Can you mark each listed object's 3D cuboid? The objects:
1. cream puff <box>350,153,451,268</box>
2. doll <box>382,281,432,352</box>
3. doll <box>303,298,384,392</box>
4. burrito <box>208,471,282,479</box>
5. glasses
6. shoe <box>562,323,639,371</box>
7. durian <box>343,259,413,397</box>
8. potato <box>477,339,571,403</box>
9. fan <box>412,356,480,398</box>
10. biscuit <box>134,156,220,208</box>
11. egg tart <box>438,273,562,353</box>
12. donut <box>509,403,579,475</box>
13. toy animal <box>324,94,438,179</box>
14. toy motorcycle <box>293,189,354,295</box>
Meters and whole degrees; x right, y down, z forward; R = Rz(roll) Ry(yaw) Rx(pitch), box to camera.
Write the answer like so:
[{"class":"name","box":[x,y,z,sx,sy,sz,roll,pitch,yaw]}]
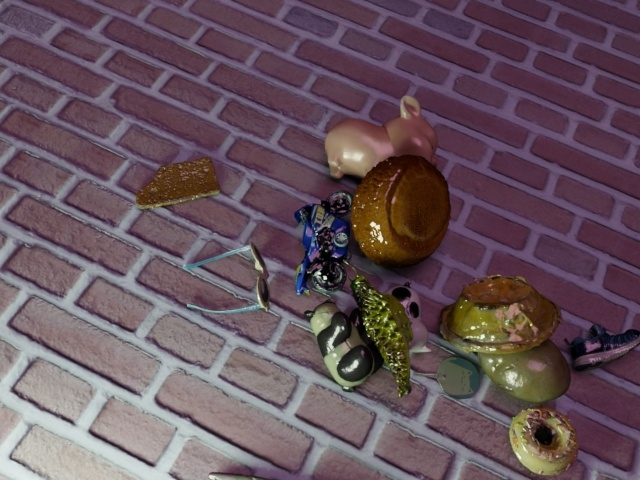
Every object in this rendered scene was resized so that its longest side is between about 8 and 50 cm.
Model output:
[{"class":"cream puff","box":[0.201,-0.074,1.950,0.212,0.303,0.303,2,41,50]},{"class":"doll","box":[0.214,0.205,1.865,0.110,0.107,0.181,6,61,-29]},{"class":"doll","box":[0.057,0.247,1.794,0.135,0.143,0.234,-34,72,20]},{"class":"burrito","box":[-0.108,0.572,1.612,0.309,0.066,0.096,10,52,-2]},{"class":"glasses","box":[-0.241,0.097,1.883,0.220,0.088,0.190,-5,59,-10]},{"class":"shoe","box":[0.738,0.265,1.899,0.207,0.091,0.106,-14,66,-11]},{"class":"durian","box":[0.155,0.194,1.759,0.132,0.106,0.375,18,43,-49]},{"class":"potato","box":[0.503,0.306,1.810,0.235,0.160,0.178,19,16,21]},{"class":"fan","box":[0.318,0.344,1.847,0.175,0.005,0.113,6,57,-4]},{"class":"biscuit","box":[-0.410,-0.161,2.062,0.236,0.026,0.131,-14,59,-14]},{"class":"egg tart","box":[0.439,0.170,1.825,0.314,0.120,0.315,-11,20,4]},{"class":"donut","box":[0.541,0.476,1.756,0.174,0.068,0.175,3,58,-4]},{"class":"toy animal","box":[0.179,-0.265,2.108,0.326,0.237,0.269,23,70,10]},{"class":"toy motorcycle","box":[0.000,0.000,1.968,0.168,0.113,0.316,5,65,8]}]
